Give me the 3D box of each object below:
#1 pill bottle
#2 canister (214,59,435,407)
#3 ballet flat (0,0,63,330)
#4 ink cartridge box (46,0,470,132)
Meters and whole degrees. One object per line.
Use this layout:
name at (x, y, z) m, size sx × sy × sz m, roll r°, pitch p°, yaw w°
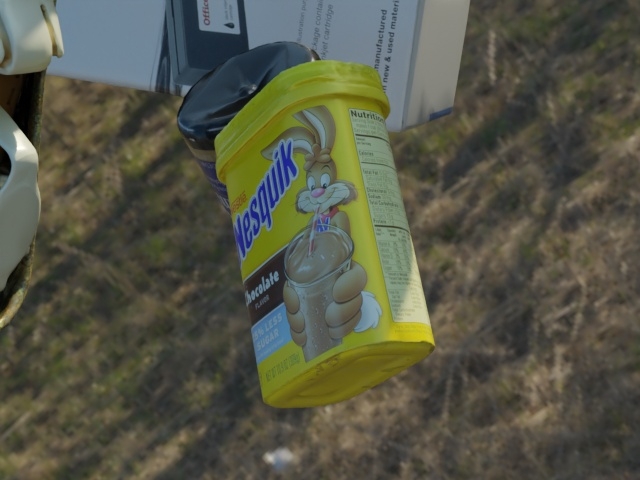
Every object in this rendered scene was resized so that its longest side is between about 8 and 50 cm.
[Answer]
pill bottle at (-0.014, -0.039, 0.999) m, size 0.123 × 0.219 × 0.122 m, roll -20°, pitch 32°, yaw 14°
canister at (0.000, 0.000, 0.723) m, size 0.126 × 0.073 × 0.169 m, roll -38°, pitch 57°, yaw 50°
ballet flat at (-0.220, -0.095, 0.808) m, size 0.123 × 0.348 × 0.123 m, roll 10°, pitch 18°, yaw -3°
ink cartridge box at (-0.067, -0.227, 1.272) m, size 0.395 × 0.166 × 0.285 m, roll 11°, pitch 12°, yaw 14°
